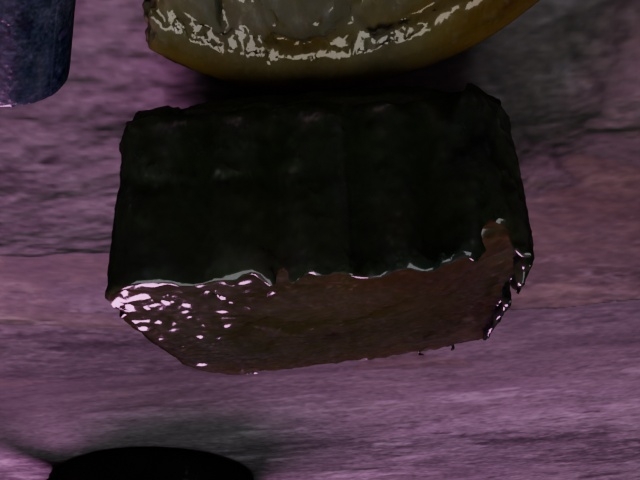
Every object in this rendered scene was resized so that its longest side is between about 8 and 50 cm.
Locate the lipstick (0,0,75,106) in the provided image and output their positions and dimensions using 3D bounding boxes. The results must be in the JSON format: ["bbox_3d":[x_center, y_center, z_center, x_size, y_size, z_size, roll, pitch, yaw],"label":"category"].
[{"bbox_3d":[-0.096,-0.143,0.246,0.054,0.053,0.234,8,141,-16],"label":"lipstick"}]

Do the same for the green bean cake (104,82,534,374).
[{"bbox_3d":[0.000,0.000,0.398,0.182,0.094,0.173,-5,159,3],"label":"green bean cake"}]

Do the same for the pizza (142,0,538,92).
[{"bbox_3d":[0.017,-0.142,0.262,0.181,0.034,0.262,-1,146,-2],"label":"pizza"}]

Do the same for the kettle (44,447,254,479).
[{"bbox_3d":[-0.212,0.390,0.788,0.321,0.324,0.228,20,141,-30],"label":"kettle"}]
